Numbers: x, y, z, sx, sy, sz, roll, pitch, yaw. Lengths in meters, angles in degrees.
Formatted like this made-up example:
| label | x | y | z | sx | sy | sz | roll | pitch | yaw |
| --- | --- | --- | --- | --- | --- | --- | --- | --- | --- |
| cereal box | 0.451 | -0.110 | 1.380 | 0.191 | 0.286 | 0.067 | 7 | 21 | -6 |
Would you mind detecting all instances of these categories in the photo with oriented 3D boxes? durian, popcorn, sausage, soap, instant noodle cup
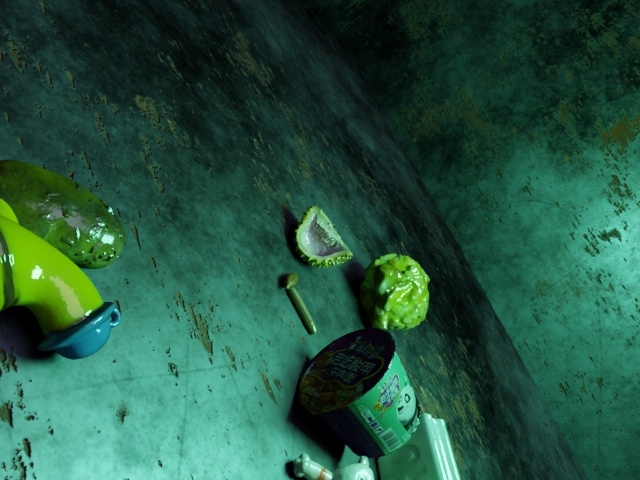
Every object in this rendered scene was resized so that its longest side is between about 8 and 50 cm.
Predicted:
| label | x | y | z | sx | sy | sz | roll | pitch | yaw |
| --- | --- | --- | --- | --- | --- | --- | --- | --- | --- |
| durian | 0.002 | 0.001 | 1.511 | 0.182 | 0.132 | 0.165 | 42 | 16 | -6 |
| popcorn | 0.224 | 0.171 | 1.639 | 0.251 | 0.206 | 0.236 | -40 | 114 | -47 |
| sausage | -0.045 | 0.181 | 1.342 | 0.132 | 0.024 | 0.024 | 60 | 25 | 8 |
| soap | 0.234 | 0.573 | 1.213 | 0.095 | 0.173 | 0.289 | 35 | 34 | -38 |
| instant noodle cup | 0.101 | 0.350 | 1.179 | 0.190 | 0.251 | 0.251 | 58 | 24 | -19 |

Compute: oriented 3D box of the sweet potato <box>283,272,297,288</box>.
| label | x | y | z | sx | sy | sz | roll | pitch | yaw |
| --- | --- | --- | --- | --- | --- | --- | --- | --- | --- |
| sweet potato | -0.078 | 0.103 | 1.364 | 0.034 | 0.034 | 0.095 | 55 | 16 | -5 |

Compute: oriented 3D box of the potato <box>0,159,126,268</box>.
| label | x | y | z | sx | sy | sz | roll | pitch | yaw |
| --- | --- | --- | --- | --- | --- | --- | --- | --- | --- |
| potato | -0.423 | -0.042 | 0.820 | 0.251 | 0.113 | 0.149 | 40 | 29 | -32 |

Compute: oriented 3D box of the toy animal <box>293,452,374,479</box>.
| label | x | y | z | sx | sy | sz | roll | pitch | yaw |
| --- | --- | --- | --- | --- | --- | --- | --- | --- | --- |
| toy animal | 0.081 | 0.508 | 1.052 | 0.138 | 0.141 | 0.282 | -44 | 109 | -23 |

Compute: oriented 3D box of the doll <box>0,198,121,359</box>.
| label | x | y | z | sx | sy | sz | roll | pitch | yaw |
| --- | --- | --- | --- | --- | --- | --- | --- | --- | --- |
| doll | -0.421 | 0.044 | 0.694 | 0.363 | 0.145 | 0.199 | 37 | 49 | -43 |
